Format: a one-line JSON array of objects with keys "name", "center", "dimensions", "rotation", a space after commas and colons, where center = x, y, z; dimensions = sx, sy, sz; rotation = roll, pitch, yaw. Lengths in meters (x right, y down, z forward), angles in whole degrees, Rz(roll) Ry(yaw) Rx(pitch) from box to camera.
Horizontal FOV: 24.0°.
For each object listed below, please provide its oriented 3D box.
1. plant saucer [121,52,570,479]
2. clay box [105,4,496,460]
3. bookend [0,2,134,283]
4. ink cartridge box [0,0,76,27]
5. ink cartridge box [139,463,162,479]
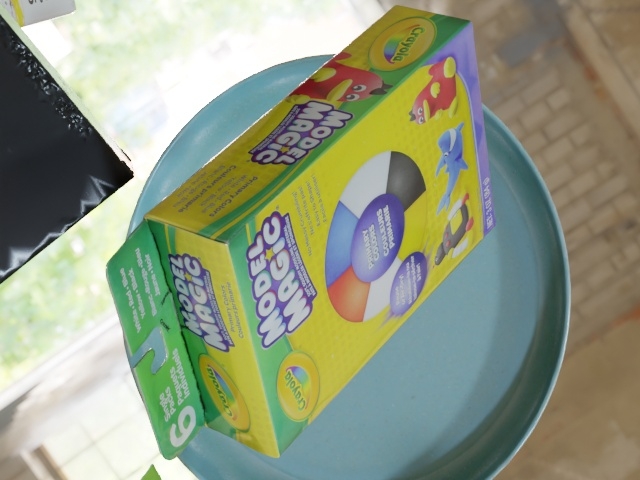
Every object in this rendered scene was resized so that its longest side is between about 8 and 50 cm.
[{"name": "plant saucer", "center": [0.014, 0.036, 1.004], "dimensions": [0.318, 0.317, 0.044], "rotation": [-32, 167, 17]}, {"name": "clay box", "center": [0.000, 0.000, 0.702], "dimensions": [0.053, 0.127, 0.222], "rotation": [17, -134, 33]}, {"name": "bookend", "center": [-0.204, -0.047, 0.775], "dimensions": [0.157, 0.156, 0.072], "rotation": [-40, -169, -1]}, {"name": "ink cartridge box", "center": [-0.375, -0.256, 1.296], "dimensions": [0.197, 0.198, 0.270], "rotation": [-9, -167, 20]}, {"name": "ink cartridge box", "center": [-0.071, 0.292, 0.899], "dimensions": [0.097, 0.255, 0.188], "rotation": [10, -132, 36]}]
